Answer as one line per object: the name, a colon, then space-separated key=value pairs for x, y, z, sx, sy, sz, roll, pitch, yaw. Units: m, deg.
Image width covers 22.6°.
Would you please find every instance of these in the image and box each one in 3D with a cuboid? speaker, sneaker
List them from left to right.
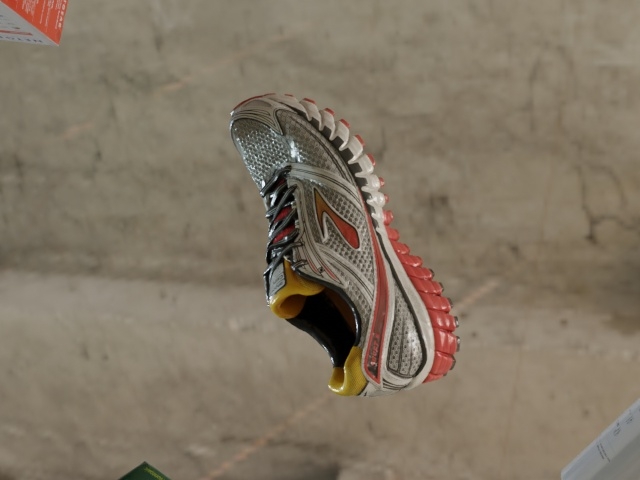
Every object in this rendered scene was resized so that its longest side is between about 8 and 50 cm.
sneaker: x=0.000 y=0.000 z=1.040 sx=0.093 sy=0.088 sz=0.225 roll=-20 pitch=-112 yaw=-31
speaker: x=0.199 y=0.106 z=0.898 sx=0.136 sy=0.055 sz=0.055 roll=-48 pitch=-141 yaw=20

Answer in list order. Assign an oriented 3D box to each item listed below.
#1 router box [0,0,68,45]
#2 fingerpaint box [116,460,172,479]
router box: x=-0.488 y=-0.310 z=1.776 sx=0.336 sy=0.301 sz=0.082 roll=8 pitch=-97 yaw=12
fingerpaint box: x=-0.143 y=0.444 z=1.453 sx=0.445 sy=0.163 sz=0.371 roll=29 pitch=-137 yaw=33
